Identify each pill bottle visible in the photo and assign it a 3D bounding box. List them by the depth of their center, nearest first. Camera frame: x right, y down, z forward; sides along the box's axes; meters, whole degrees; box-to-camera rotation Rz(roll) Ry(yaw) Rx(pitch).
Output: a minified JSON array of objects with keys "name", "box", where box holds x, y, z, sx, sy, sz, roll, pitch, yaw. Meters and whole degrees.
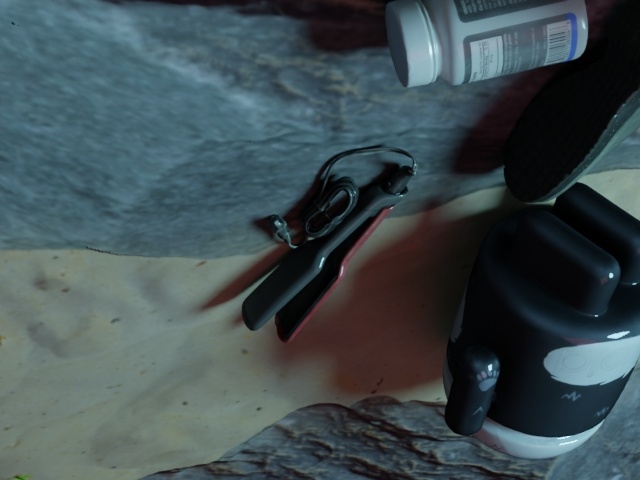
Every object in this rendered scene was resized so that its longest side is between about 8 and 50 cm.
[{"name":"pill bottle","box":[0.122,-0.160,0.928,0.137,0.078,0.078,-12,139,-4]}]

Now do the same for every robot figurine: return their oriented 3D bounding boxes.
[{"name":"robot figurine","box":[0.209,0.079,1.151,0.209,0.173,0.278,0,136,-11]}]

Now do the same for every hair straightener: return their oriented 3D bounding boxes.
[{"name":"hair straightener","box":[0.000,0.000,1.086,0.089,0.047,0.230,21,126,-35]}]

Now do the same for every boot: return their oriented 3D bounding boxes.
[{"name":"boot","box":[0.281,-0.108,1.041,0.161,0.083,0.246,11,133,-35]}]
